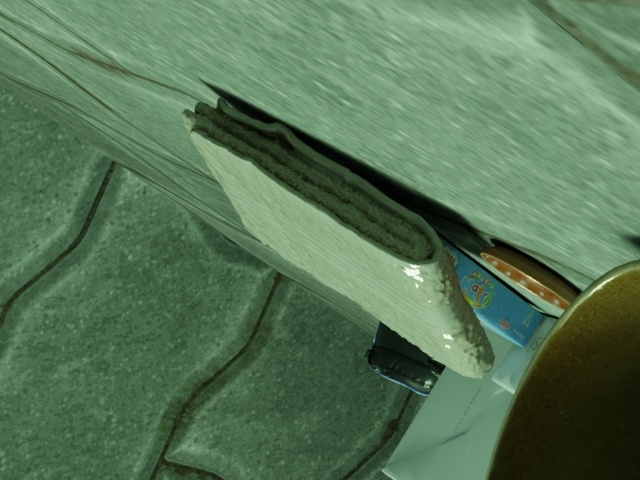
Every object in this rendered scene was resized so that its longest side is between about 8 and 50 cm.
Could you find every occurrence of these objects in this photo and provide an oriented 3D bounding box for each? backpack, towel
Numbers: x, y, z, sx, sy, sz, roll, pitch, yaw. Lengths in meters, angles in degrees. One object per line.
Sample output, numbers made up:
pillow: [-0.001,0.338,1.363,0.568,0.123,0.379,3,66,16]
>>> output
backpack: [0.127,0.123,2.117,0.114,0.105,0.084,28,-163,36]
towel: [0.016,-0.006,1.436,0.282,0.049,0.187,34,166,34]

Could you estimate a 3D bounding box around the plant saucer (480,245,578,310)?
plant saucer: [0.154,0.027,1.313,0.083,0.013,0.083,32,175,3]

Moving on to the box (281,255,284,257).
box: [0.000,0.000,1.840,0.100,0.060,0.244,31,176,10]

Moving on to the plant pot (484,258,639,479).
plant pot: [0.245,0.160,0.954,0.254,0.237,0.237,19,180,-18]

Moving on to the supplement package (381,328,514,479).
supplement package: [0.211,0.204,1.745,0.203,0.194,0.149,35,176,-40]

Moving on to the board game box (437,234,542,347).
board game box: [0.074,0.013,1.586,0.160,0.039,0.211,36,174,-37]

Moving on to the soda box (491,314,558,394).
soda box: [0.216,0.115,1.488,0.069,0.074,0.216,33,176,-13]
